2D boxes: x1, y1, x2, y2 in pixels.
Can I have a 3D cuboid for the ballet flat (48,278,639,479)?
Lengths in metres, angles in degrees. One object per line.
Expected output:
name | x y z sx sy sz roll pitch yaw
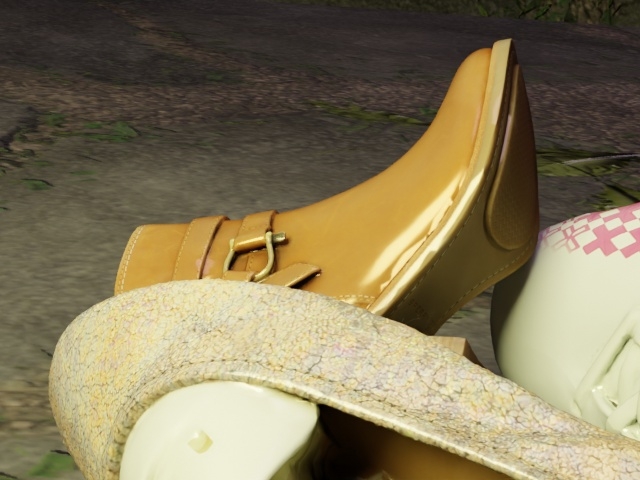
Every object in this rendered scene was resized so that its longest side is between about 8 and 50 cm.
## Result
ballet flat | 0.027 0.086 0.457 0.316 0.107 0.106 12 23 29

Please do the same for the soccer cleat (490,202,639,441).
soccer cleat | 0.159 0.064 0.571 0.143 0.116 0.331 -19 24 -38

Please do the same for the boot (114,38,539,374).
boot | 0.000 0.000 0.655 0.152 0.073 0.197 2 55 24
